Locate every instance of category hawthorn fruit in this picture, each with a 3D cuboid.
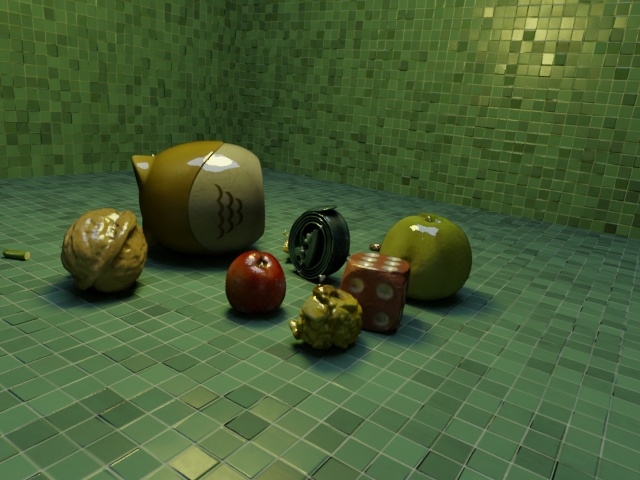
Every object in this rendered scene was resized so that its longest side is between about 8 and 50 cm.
[{"bbox_3d":[-0.174,0.111,1.322,0.173,0.172,0.173,5,16,-1],"label":"hawthorn fruit"}]

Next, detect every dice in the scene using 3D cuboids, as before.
[{"bbox_3d":[0.146,0.134,1.330,0.174,0.179,0.175,10,19,16],"label":"dice"}]

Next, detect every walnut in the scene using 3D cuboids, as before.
[{"bbox_3d":[-0.603,0.031,1.374,0.224,0.257,0.257,40,-2,-29],"label":"walnut"}]

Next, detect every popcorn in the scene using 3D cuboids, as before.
[{"bbox_3d":[0.020,0.193,1.167,0.140,0.163,0.194,37,-2,28],"label":"popcorn"}]

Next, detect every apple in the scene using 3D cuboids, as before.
[{"bbox_3d":[0.333,0.049,1.550,0.292,0.254,0.292,7,20,-3],"label":"apple"}]

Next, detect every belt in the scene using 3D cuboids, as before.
[{"bbox_3d":[0.000,0.000,1.596,0.116,0.267,0.206,-11,47,-44],"label":"belt"}]

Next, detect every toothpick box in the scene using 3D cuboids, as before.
[{"bbox_3d":[-0.423,-0.147,1.720,0.426,0.408,0.409,-4,18,-13],"label":"toothpick box"}]

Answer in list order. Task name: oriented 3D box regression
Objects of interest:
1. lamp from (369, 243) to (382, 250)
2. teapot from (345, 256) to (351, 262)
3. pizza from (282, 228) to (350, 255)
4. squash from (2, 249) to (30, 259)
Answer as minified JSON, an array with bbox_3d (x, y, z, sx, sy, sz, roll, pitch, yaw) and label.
[{"bbox_3d":[0.242,0.026,2.009,0.083,0.031,0.063,0,15,-2],"label":"lamp"},{"bbox_3d":[0.140,0.108,1.549,0.092,0.124,0.091,-18,-22,27],"label":"teapot"},{"bbox_3d":[-0.039,0.015,1.892,0.280,0.075,0.288,4,13,-18],"label":"pizza"},{"bbox_3d":[-0.975,0.045,1.558,0.083,0.027,0.027,7,16,8],"label":"squash"}]
